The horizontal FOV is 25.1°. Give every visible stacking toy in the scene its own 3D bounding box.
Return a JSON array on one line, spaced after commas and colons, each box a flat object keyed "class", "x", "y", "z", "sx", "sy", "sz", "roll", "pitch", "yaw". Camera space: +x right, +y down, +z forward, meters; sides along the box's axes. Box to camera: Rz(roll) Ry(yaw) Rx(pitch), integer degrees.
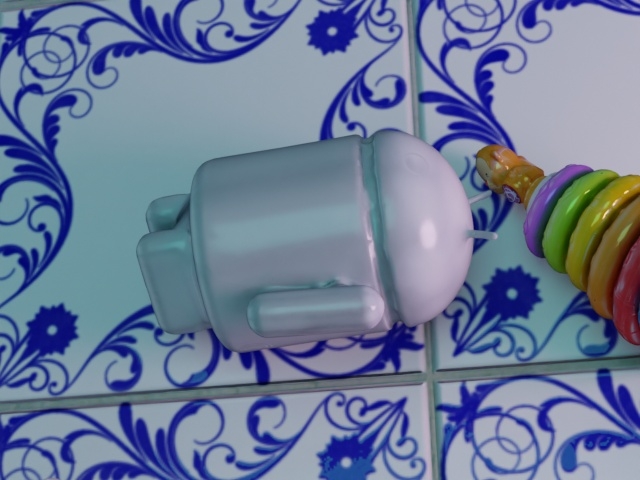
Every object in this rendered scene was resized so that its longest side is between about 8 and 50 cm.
[{"class": "stacking toy", "x": 0.270, "y": -0.019, "z": 1.444, "sx": 0.302, "sy": 0.175, "sz": 0.166, "roll": 34, "pitch": 75, "yaw": 32}]

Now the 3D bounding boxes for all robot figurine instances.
[{"class": "robot figurine", "x": 0.000, "y": 0.000, "z": 1.446, "sx": 0.353, "sy": 0.199, "sz": 0.300, "roll": -9, "pitch": 34, "yaw": 8}]

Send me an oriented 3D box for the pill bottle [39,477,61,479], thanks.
[{"class": "pill bottle", "x": -0.198, "y": 0.364, "z": 1.362, "sx": 0.283, "sy": 0.160, "sz": 0.160, "roll": 38, "pitch": 80, "yaw": 21}]
